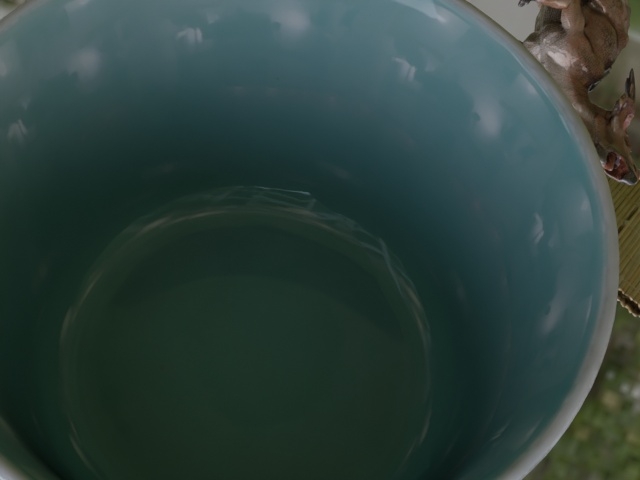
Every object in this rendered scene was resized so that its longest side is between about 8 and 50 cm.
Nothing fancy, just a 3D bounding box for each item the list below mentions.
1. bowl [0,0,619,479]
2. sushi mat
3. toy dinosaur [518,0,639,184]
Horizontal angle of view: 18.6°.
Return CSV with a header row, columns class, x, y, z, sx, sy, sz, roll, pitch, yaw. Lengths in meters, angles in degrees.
class,x,y,z,sx,sy,sz,roll,pitch,yaw
bowl,-0.032,0.030,0.896,0.311,0.311,0.163,23,152,8
sushi mat,0.347,-0.014,2.234,0.151,0.019,0.316,38,-151,7
toy dinosaur,0.260,-0.196,1.924,0.200,0.296,0.127,33,154,-20
